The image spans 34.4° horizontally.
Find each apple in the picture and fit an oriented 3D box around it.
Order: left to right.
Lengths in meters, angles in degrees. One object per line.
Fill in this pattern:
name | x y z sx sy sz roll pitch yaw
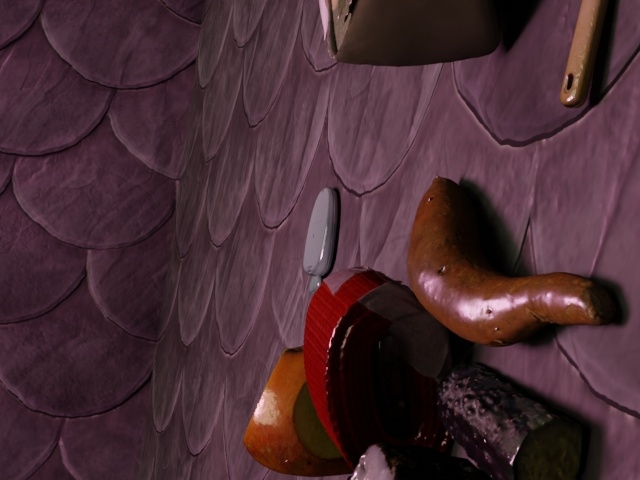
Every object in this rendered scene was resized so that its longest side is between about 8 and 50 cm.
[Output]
apple | -0.005 0.180 1.130 0.146 0.163 0.147 161 112 -75

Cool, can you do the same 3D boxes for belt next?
belt | 0.053 0.126 1.008 0.124 0.128 0.201 -142 43 -72

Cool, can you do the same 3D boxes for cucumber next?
cucumber | 0.138 0.154 0.855 0.211 0.062 0.078 -157 76 -72

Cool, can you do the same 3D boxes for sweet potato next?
sweet potato | 0.136 0.029 0.904 0.108 0.079 0.346 -65 23 11

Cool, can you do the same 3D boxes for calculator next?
calculator | 0.000 0.000 1.454 0.095 0.021 0.153 164 117 -72

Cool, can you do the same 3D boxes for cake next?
cake | 0.120 -0.301 0.938 0.283 0.172 0.158 114 156 -53

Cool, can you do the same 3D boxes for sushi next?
sushi | 0.068 0.288 0.904 0.124 0.127 0.225 -118 48 -65

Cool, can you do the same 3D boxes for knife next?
knife | 0.237 -0.251 0.824 0.047 0.017 0.298 -171 94 -71

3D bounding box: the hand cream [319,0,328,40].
hand cream | 0.022 -0.435 1.537 0.248 0.083 0.133 105 167 -52
